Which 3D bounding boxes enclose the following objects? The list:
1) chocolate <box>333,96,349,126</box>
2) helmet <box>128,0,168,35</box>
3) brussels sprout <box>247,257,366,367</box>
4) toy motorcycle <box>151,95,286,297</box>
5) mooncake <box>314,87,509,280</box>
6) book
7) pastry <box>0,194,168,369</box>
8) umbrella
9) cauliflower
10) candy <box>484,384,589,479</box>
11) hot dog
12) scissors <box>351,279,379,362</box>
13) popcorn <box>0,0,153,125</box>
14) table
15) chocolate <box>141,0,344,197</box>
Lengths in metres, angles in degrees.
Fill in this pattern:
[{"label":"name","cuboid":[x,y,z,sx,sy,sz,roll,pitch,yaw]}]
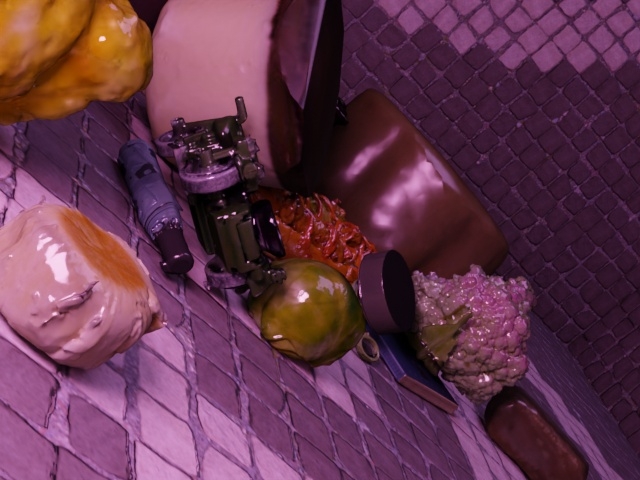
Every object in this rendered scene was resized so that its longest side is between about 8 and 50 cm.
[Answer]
[{"label":"chocolate","cuboid":[-0.039,-0.229,2.116,0.177,0.206,0.224,4,34,-30]},{"label":"helmet","cuboid":[-0.324,-0.385,1.780,0.225,0.177,0.305,35,0,-10]},{"label":"brussels sprout","cuboid":[-0.013,0.084,1.515,0.149,0.122,0.151,57,15,26]},{"label":"toy motorcycle","cuboid":[-0.120,-0.055,1.457,0.275,0.127,0.205,-130,-156,-65]},{"label":"mooncake","cuboid":[0.148,-0.069,2.261,0.467,0.262,0.467,46,5,-5]},{"label":"book","cuboid":[0.127,0.172,2.004,0.191,0.025,0.269,34,18,-48]},{"label":"pastry","cuboid":[-0.215,0.037,0.999,0.166,0.088,0.166,47,12,-13]},{"label":"umbrella","cuboid":[-0.200,-0.045,1.412,0.052,0.053,0.250,36,15,-41]},{"label":"cauliflower","cuboid":[0.244,0.149,2.041,0.257,0.238,0.315,22,-3,-6]},{"label":"candy","cuboid":[0.405,0.381,2.158,0.234,0.102,0.104,46,11,-7]},{"label":"hot dog","cuboid":[0.000,0.000,1.849,0.349,0.117,0.158,39,18,-40]},{"label":"scissors","cuboid":[0.037,0.115,1.756,0.187,0.020,0.133,16,64,-55]},{"label":"popcorn","cuboid":[-0.325,-0.283,1.129,0.293,0.292,0.334,146,-69,-67]},{"label":"table","cuboid":[0.107,0.082,1.831,0.133,0.043,0.133,36,48,-55]},{"label":"chocolate","cuboid":[-0.124,-0.233,1.672,0.326,0.297,0.314,86,11,-74]}]
